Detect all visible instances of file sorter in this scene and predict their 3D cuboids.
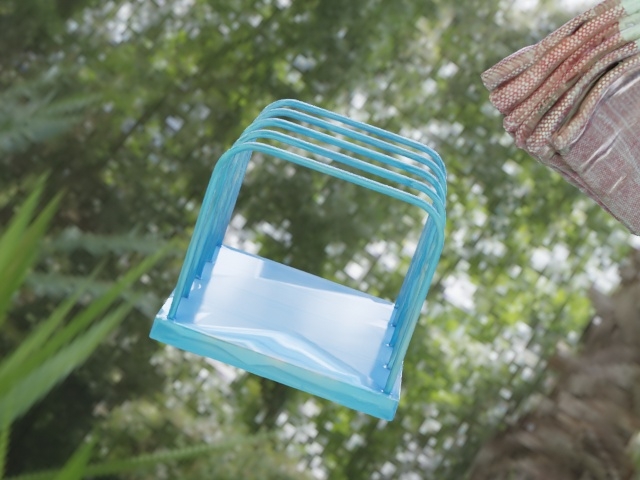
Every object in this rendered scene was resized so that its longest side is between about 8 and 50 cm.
[{"bbox_3d":[0.000,0.000,0.808,0.118,0.104,0.170,20,12,0],"label":"file sorter"}]

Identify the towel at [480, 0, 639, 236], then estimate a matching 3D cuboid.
[{"bbox_3d":[0.238,-0.103,0.614,0.037,0.329,0.237,65,17,18],"label":"towel"}]
